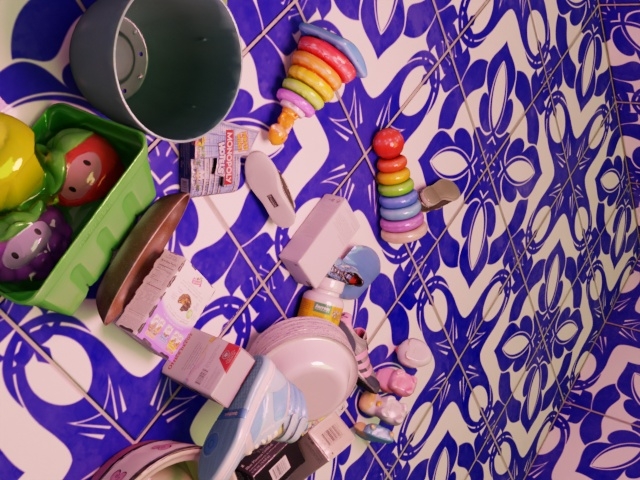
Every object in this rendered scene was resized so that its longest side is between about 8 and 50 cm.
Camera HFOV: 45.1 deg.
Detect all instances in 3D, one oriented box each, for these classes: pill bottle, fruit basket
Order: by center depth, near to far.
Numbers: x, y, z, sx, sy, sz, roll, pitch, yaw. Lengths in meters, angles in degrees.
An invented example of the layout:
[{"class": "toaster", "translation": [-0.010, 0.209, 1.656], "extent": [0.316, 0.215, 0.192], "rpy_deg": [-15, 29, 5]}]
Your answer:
[{"class": "fruit basket", "translation": [-0.505, -0.094, 1.333], "extent": [0.392, 0.282, 0.392], "rpy_deg": [-46, 148, -41]}, {"class": "pill bottle", "translation": [-0.003, 0.203, 2.081], "extent": [0.117, 0.117, 0.209], "rpy_deg": [20, 85, -50]}]

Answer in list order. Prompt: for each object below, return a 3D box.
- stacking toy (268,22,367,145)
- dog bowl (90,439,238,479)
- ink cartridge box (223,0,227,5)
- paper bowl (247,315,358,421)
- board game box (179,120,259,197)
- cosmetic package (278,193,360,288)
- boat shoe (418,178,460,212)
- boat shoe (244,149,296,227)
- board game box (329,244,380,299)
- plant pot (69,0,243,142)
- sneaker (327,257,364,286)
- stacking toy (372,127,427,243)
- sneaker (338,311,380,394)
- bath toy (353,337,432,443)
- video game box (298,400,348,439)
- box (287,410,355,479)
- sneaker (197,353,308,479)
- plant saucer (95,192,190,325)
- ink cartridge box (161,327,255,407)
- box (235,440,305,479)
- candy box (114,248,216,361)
[{"class": "stacking toy", "translation": [-0.039, -0.359, 1.879], "extent": [0.302, 0.165, 0.175], "rpy_deg": [-58, 149, -4]}, {"class": "dog bowl", "translation": [-0.380, 0.639, 1.745], "extent": [0.407, 0.150, 0.408], "rpy_deg": [-18, 114, -45]}, {"class": "ink cartridge box", "translation": [-0.233, -0.546, 1.624], "extent": [0.188, 0.097, 0.256], "rpy_deg": [-12, 108, -47]}, {"class": "paper bowl", "translation": [-0.042, 0.344, 1.953], "extent": [0.284, 0.148, 0.284], "rpy_deg": [-7, 121, -13]}, {"class": "board game box", "translation": [-0.227, -0.197, 1.756], "extent": [0.194, 0.060, 0.194], "rpy_deg": [-12, 110, -46]}, {"class": "cosmetic package", "translation": [0.000, 0.000, 2.057], "extent": [0.231, 0.085, 0.117], "rpy_deg": [-52, 134, -24]}, {"class": "boat shoe", "translation": [0.366, -0.140, 2.454], "extent": [0.227, 0.068, 0.081], "rpy_deg": [-16, 73, -50]}, {"class": "boat shoe", "translation": [-0.122, -0.134, 1.895], "extent": [0.070, 0.077, 0.219], "rpy_deg": [-82, 153, -54]}, {"class": "board game box", "translation": [0.094, 0.089, 2.219], "extent": [0.169, 0.033, 0.133], "rpy_deg": [-49, 124, -2]}, {"class": "plant pot", "translation": [-0.333, -0.342, 1.458], "extent": [0.293, 0.235, 0.293], "rpy_deg": [-16, 112, -46]}, {"class": "sneaker", "translation": [0.060, 0.085, 2.134], "extent": [0.162, 0.073, 0.063], "rpy_deg": [24, 97, -33]}, {"class": "stacking toy", "translation": [0.219, -0.163, 2.234], "extent": [0.141, 0.141, 0.331], "rpy_deg": [-32, 119, -40]}, {"class": "sneaker", "translation": [0.113, 0.334, 2.257], "extent": [0.131, 0.112, 0.319], "rpy_deg": [-55, 136, -20]}, {"class": "bath toy", "translation": [0.226, 0.463, 2.415], "extent": [0.348, 0.151, 0.129], "rpy_deg": [-59, 175, -23]}, {"class": "video game box", "translation": [-0.018, 0.467, 2.193], "extent": [0.187, 0.048, 0.205], "rpy_deg": [-48, 132, -32]}, {"class": "box", "translation": [-0.026, 0.563, 2.049], "extent": [0.113, 0.094, 0.275], "rpy_deg": [-29, 165, -41]}, {"class": "sneaker", "translation": [-0.132, 0.444, 1.752], "extent": [0.208, 0.127, 0.319], "rpy_deg": [41, 61, -28]}, {"class": "plant saucer", "translation": [-0.362, 0.026, 1.545], "extent": [0.050, 0.310, 0.311], "rpy_deg": [33, 70, -4]}, {"class": "ink cartridge box", "translation": [-0.258, 0.287, 1.768], "extent": [0.128, 0.175, 0.072], "rpy_deg": [-59, 139, -19]}, {"class": "box", "translation": [-0.155, 0.557, 1.967], "extent": [0.156, 0.158, 0.093], "rpy_deg": [-38, 121, -35]}, {"class": "candy box", "translation": [-0.335, 0.144, 1.693], "extent": [0.196, 0.070, 0.165], "rpy_deg": [-60, 151, -18]}]
